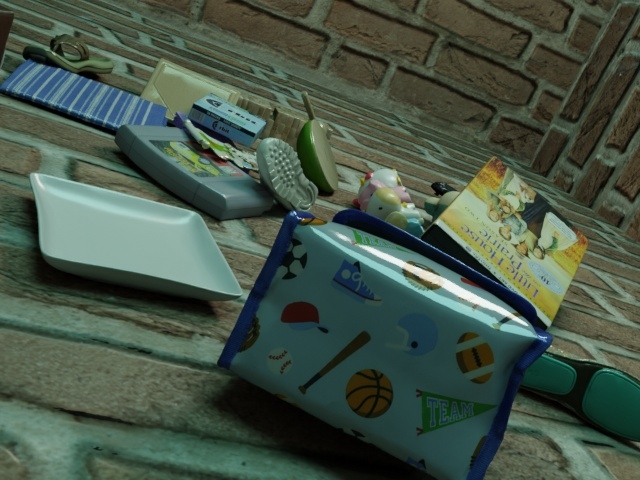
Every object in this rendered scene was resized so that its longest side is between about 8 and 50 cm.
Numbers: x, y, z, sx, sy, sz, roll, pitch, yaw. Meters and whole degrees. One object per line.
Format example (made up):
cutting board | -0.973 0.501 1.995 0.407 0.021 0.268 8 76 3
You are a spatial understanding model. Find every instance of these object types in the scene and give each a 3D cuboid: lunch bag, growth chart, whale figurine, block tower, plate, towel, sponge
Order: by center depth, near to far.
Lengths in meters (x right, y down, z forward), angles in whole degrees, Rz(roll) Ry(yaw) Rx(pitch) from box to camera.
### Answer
lunch bag | 0.099 0.116 1.021 0.328 0.239 0.385 28 2 12
plate | -0.275 0.002 1.141 0.277 0.045 0.278 14 21 -29
growth chart | -0.184 -0.186 1.683 0.237 0.021 0.172 23 14 -43
towel | -0.500 -0.297 1.730 0.336 0.040 0.243 19 22 -14
sponge | -0.247 -0.220 1.798 0.117 0.031 0.210 9 30 -39
whale figurine | 0.337 -0.022 1.931 0.216 0.141 0.272 29 -7 -5
block tower | -0.139 -0.328 2.195 0.335 0.097 0.091 16 19 -19

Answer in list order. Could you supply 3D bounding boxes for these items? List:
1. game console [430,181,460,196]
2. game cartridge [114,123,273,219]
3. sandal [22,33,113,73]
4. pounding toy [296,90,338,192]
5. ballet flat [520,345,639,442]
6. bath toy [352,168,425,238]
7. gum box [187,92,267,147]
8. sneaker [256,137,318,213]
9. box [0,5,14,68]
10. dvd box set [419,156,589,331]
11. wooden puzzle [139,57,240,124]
game console | 0.440 -0.047 2.076 0.361 0.044 0.213 33 1 -4
game cartridge | -0.251 -0.139 1.545 0.294 0.060 0.196 35 24 20
sandal | -0.605 -0.452 1.908 0.120 0.086 0.303 15 13 12
pounding toy | -0.041 -0.216 1.951 0.183 0.110 0.237 51 26 -59
ballet flat | 0.429 0.232 1.323 0.316 0.107 0.106 27 10 3
bath toy | 0.145 -0.073 1.802 0.348 0.129 0.151 -102 169 -66
gum box | -0.214 -0.285 1.868 0.157 0.041 0.184 26 18 -4
sneaker | -0.089 -0.129 1.602 0.095 0.090 0.235 23 -20 29
box | -0.693 -0.321 1.278 0.143 0.191 0.381 29 18 14
dvd box set | 0.410 -0.001 1.709 0.307 0.062 0.420 43 37 5
wooden puzzle | -0.328 -0.345 1.980 0.221 0.044 0.238 22 42 -9
